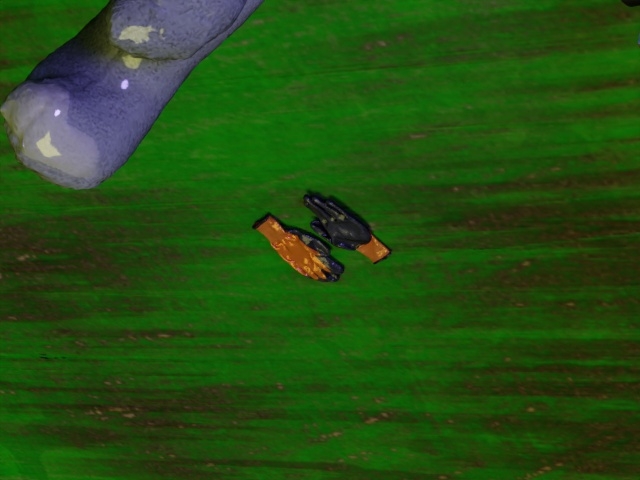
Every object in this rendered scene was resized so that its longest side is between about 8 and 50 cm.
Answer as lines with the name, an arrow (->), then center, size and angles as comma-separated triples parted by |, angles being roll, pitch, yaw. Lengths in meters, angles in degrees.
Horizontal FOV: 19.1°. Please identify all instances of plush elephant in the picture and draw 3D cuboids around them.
plush elephant -> -0.103, -0.233, 0.869 | 0.330, 0.272, 0.255 | -32, 136, 17

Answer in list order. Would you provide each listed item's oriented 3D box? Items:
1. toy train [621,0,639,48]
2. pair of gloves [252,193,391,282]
toy train -> 0.242, -0.128, 0.957 | 0.184, 0.080, 0.105 | -5, 143, 29
pair of gloves -> 0.000, 0.000, 1.311 | 0.074, 0.010, 0.083 | 40, 141, -20
